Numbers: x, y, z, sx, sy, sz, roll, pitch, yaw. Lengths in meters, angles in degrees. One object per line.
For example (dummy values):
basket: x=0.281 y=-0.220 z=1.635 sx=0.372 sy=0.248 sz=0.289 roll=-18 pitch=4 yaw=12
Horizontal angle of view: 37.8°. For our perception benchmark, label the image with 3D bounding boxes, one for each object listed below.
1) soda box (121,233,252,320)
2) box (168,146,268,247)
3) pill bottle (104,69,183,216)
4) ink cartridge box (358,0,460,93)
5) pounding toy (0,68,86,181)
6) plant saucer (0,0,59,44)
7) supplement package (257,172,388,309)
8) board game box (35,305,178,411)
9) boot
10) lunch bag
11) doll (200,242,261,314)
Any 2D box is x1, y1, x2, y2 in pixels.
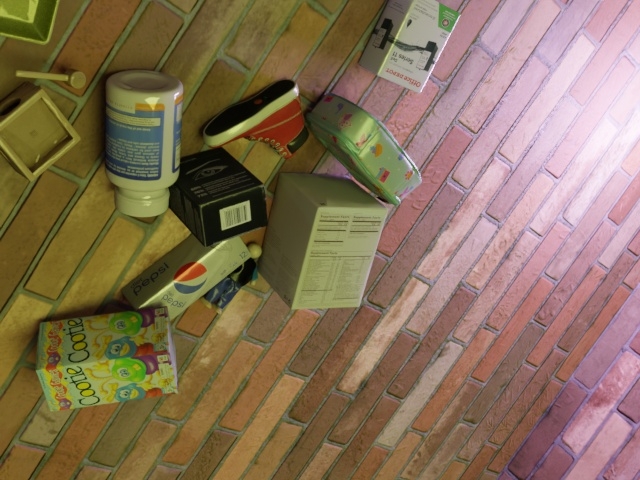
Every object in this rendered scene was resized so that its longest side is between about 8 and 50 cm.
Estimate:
soda box: x=-0.303 y=0.073 z=2.119 sx=0.286 sy=0.098 sz=0.091 roll=-38 pitch=132 yaw=-9
box: x=-0.228 y=-0.097 z=1.991 sx=0.153 sy=0.207 sz=0.108 roll=-20 pitch=127 yaw=-23
pill bottle: x=-0.357 y=-0.192 z=1.879 sx=0.152 sy=0.152 sz=0.272 roll=-10 pitch=123 yaw=-31
ink cartridge box: x=0.204 y=-0.462 z=2.151 sx=0.153 sy=0.087 sz=0.208 roll=14 pitch=109 yaw=-39
pounding toy: x=-0.538 y=-0.252 z=1.761 sx=0.206 sy=0.094 sz=0.181 roll=-45 pitch=129 yaw=-16
plant saucer: x=-0.554 y=-0.458 z=1.646 sx=0.188 sy=0.045 sz=0.188 roll=6 pitch=113 yaw=-37
supplement package: x=0.000 y=0.000 z=2.212 sx=0.198 sy=0.199 sz=0.263 roll=0 pitch=117 yaw=-32
board game box: x=-0.457 y=0.255 z=2.018 sx=0.275 sy=0.142 sz=0.144 roll=-7 pitch=132 yaw=-5
boot: x=-0.135 y=-0.226 z=2.063 sx=0.244 sy=0.088 sz=0.176 roll=-32 pitch=133 yaw=-20
lunch bag: x=0.096 y=-0.207 z=2.148 sx=0.108 sy=0.224 sz=0.279 roll=-48 pitch=128 yaw=-5
doll: x=-0.206 y=0.084 z=2.228 sx=0.189 sy=0.046 sz=0.129 roll=-50 pitch=134 yaw=2
